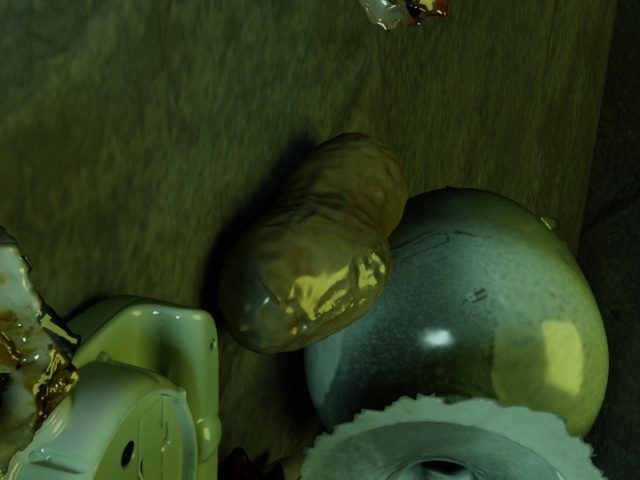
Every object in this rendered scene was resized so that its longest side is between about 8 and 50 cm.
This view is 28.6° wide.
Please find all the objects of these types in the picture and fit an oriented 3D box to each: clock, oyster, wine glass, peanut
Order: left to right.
[{"bbox_3d":[-0.140,0.040,0.458,0.148,0.051,0.103,45,58,-50],"label":"oyster"},{"bbox_3d":[-0.109,0.122,0.581,0.191,0.062,0.151,-42,139,-61],"label":"clock"},{"bbox_3d":[0.000,0.000,0.820,0.214,0.099,0.099,-66,158,-54],"label":"peanut"},{"bbox_3d":[0.096,0.103,0.895,0.323,0.238,0.238,-78,169,-58],"label":"wine glass"}]

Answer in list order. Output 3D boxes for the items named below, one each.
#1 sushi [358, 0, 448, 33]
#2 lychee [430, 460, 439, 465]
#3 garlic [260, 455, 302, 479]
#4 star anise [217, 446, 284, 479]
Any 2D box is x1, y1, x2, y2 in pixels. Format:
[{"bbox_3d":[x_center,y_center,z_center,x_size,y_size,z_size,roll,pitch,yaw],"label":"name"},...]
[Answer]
[{"bbox_3d":[0.021,-0.235,0.736,0.103,0.097,0.226,-27,110,-75],"label":"sushi"},{"bbox_3d":[0.064,0.205,1.063,0.123,0.123,0.129,-56,149,-52],"label":"lychee"},{"bbox_3d":[-0.036,0.193,0.887,0.053,0.041,0.083,60,52,-81],"label":"garlic"},{"bbox_3d":[-0.061,0.208,0.791,0.168,0.057,0.168,8,90,-81],"label":"star anise"}]
